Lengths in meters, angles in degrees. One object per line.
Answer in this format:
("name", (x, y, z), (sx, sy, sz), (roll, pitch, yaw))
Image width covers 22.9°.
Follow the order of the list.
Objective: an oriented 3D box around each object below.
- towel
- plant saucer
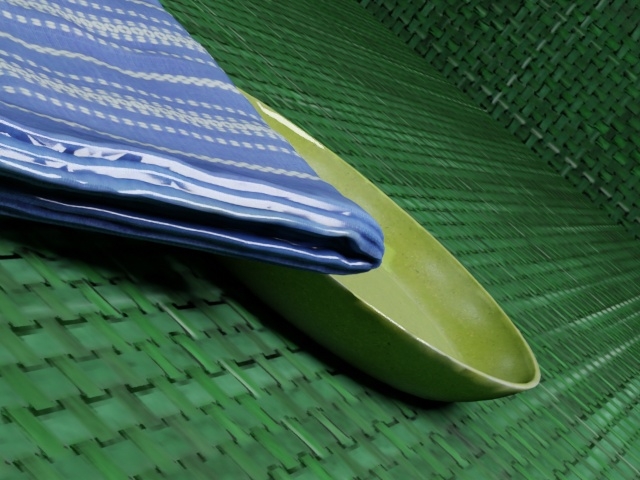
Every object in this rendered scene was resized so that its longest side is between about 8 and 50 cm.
("towel", (-0.136, -0.107, 0.625), (0.243, 0.040, 0.336), (13, 28, -44))
("plant saucer", (0.000, 0.000, 0.747), (0.241, 0.037, 0.241), (38, 12, -10))
